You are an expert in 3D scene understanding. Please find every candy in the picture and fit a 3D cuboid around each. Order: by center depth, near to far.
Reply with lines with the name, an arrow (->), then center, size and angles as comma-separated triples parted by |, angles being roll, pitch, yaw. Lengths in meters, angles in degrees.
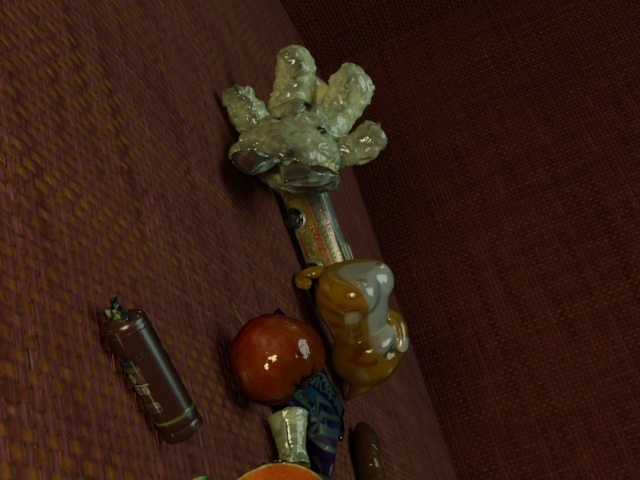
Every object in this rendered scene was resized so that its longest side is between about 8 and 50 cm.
candy -> -0.020, 0.241, 1.263 | 0.145, 0.070, 0.275 | -82, 152, -55

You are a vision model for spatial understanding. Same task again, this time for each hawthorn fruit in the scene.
hawthorn fruit -> -0.065, 0.153, 1.085 | 0.125, 0.140, 0.125 | 15, 90, -90

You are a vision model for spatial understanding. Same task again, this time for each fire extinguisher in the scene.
fire extinguisher -> -0.164, 0.117, 0.797 | 0.064, 0.043, 0.158 | 13, -50, 65

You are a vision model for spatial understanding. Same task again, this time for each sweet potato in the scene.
sweet potato -> 0.089, 0.407, 1.532 | 0.218, 0.051, 0.065 | -98, 166, -55

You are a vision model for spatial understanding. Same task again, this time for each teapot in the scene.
teapot -> -0.040, 0.269, 1.123 | 0.067, 0.057, 0.083 | 59, 18, -63

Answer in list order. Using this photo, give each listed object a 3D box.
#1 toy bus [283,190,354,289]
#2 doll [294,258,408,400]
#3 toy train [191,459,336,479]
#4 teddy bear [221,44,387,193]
toy bus -> 0.000, 0.000, 1.772 | 0.092, 0.106, 0.268 | 13, 56, -75
doll -> 0.079, 0.164, 1.652 | 0.166, 0.162, 0.270 | -31, 106, -47
toy train -> -0.028, 0.277, 0.799 | 0.285, 0.177, 0.116 | 52, 19, -61
teddy bear -> -0.027, -0.239, 1.585 | 0.362, 0.327, 0.375 | 105, 5, -79
